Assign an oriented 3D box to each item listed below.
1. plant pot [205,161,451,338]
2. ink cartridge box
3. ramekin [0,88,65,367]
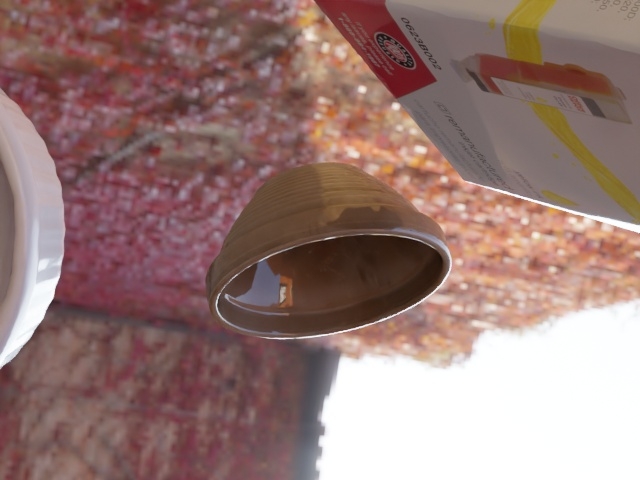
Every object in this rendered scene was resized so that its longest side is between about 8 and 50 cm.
[{"bbox_3d":[0.000,0.000,1.440,0.237,0.237,0.110,-44,-130,47],"label":"plant pot"},{"bbox_3d":[0.222,-0.139,1.134,0.384,0.279,0.160,20,-109,46],"label":"ink cartridge box"},{"bbox_3d":[-0.289,-0.007,0.955,0.127,0.272,0.273,-1,104,-78],"label":"ramekin"}]
